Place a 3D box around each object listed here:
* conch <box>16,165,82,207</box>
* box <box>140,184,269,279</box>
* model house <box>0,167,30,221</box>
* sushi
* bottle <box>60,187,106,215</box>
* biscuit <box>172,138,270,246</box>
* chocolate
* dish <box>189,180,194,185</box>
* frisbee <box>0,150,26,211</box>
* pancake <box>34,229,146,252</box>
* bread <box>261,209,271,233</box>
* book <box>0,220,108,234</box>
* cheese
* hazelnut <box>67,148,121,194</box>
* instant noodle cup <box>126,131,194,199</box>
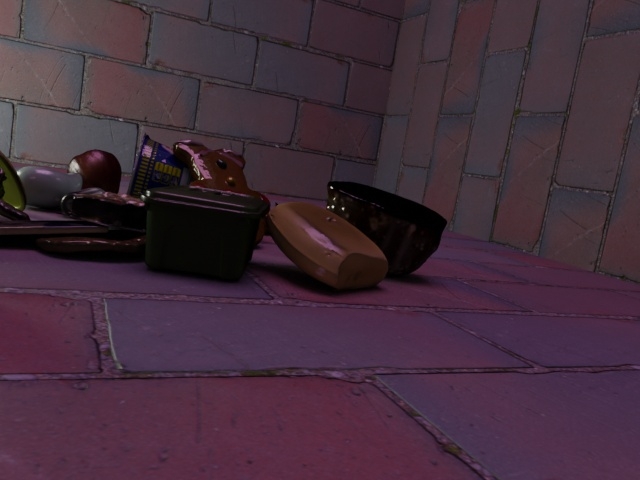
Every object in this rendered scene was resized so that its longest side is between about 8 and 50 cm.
[{"bbox_3d":[-0.841,-0.159,1.740,0.185,0.121,0.221,3,-1,33],"label":"conch"},{"bbox_3d":[-0.260,-0.025,1.279,0.252,0.178,0.329,11,6,-2],"label":"box"},{"bbox_3d":[-0.860,-0.139,1.436,0.278,0.205,0.218,31,23,-23],"label":"model house"},{"bbox_3d":[-0.506,-0.085,1.443,0.296,0.100,0.373,12,-2,17],"label":"sushi"},{"bbox_3d":[-0.715,-0.116,1.744,0.096,0.079,0.254,29,5,-9],"label":"bottle"},{"bbox_3d":[-0.273,-0.152,1.703,0.283,0.064,0.432,8,42,-38],"label":"biscuit"},{"bbox_3d":[0.152,-0.017,1.546,0.340,0.210,0.225,18,16,-3],"label":"chocolate"},{"bbox_3d":[-0.326,-0.075,1.707,0.236,0.086,0.228,30,32,-7],"label":"dish"},{"bbox_3d":[-0.877,-0.180,1.527,0.236,0.236,0.017,14,41,32],"label":"frisbee"},{"bbox_3d":[-0.498,0.005,1.247,0.222,0.042,0.236,10,8,33],"label":"pancake"},{"bbox_3d":[-0.243,-0.080,2.020,0.271,0.077,0.139,14,13,42],"label":"bread"},{"bbox_3d":[-0.665,-0.032,1.252,0.322,0.018,0.228,-3,8,-36],"label":"book"},{"bbox_3d":[0.000,0.000,1.345,0.316,0.128,0.259,35,12,36],"label":"cheese"},{"bbox_3d":[-0.858,-0.240,2.172,0.208,0.208,0.208,9,8,-1],"label":"hazelnut"},{"bbox_3d":[-0.452,-0.170,1.835,0.312,0.284,0.284,15,6,-17],"label":"instant noodle cup"}]
